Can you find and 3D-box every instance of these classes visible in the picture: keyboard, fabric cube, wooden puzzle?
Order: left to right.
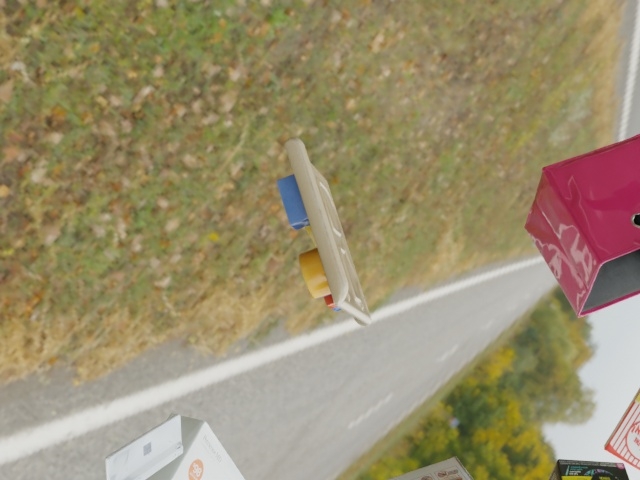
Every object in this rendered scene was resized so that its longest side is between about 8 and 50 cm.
[{"bbox_3d":[-0.284,0.350,1.621,0.256,0.014,0.072,-18,102,-72],"label":"keyboard"},{"bbox_3d":[0.000,0.000,1.913,0.080,0.322,0.348,-18,165,5],"label":"wooden puzzle"},{"bbox_3d":[0.634,-0.032,2.168,0.254,0.258,0.259,-19,151,-9],"label":"fabric cube"}]

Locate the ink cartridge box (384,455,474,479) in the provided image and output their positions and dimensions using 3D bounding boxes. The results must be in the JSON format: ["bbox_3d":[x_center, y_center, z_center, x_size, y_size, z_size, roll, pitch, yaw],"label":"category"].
[{"bbox_3d":[0.113,0.528,1.575,0.309,0.130,0.272,-15,117,-14],"label":"ink cartridge box"}]

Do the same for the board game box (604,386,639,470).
[{"bbox_3d":[0.766,0.435,2.279,0.194,0.146,0.045,-63,168,10],"label":"board game box"}]

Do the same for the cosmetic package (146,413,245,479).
[{"bbox_3d":[-0.249,0.563,1.919,0.284,0.097,0.377,-62,143,-36],"label":"cosmetic package"}]

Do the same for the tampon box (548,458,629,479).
[{"bbox_3d":[0.445,0.453,1.613,0.161,0.120,0.101,-95,-168,-51],"label":"tampon box"}]
